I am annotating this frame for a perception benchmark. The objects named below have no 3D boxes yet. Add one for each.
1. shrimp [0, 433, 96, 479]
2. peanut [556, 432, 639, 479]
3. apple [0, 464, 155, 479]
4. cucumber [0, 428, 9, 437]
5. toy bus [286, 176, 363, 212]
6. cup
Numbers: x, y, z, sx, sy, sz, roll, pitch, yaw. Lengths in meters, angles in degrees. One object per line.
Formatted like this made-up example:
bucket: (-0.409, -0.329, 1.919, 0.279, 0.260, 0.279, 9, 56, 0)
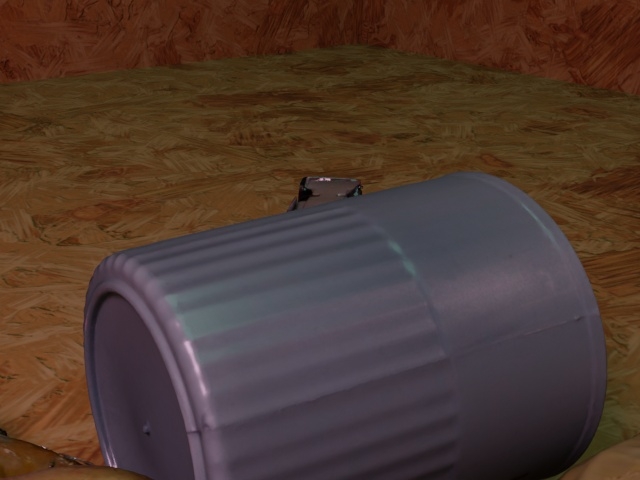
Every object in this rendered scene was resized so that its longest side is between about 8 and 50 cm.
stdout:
shrimp: (-0.132, 0.177, 0.557, 0.294, 0.062, 0.154, 23, 17, 17)
peanut: (0.284, 0.179, 0.670, 0.340, 0.158, 0.174, -20, 50, -39)
apple: (-0.096, 0.195, 0.373, 0.211, 0.187, 0.211, 4, 21, -2)
cucumber: (-0.219, 0.198, 0.661, 0.096, 0.096, 0.359, -13, 24, -35)
toy bus: (-0.001, 0.000, 1.201, 0.090, 0.112, 0.274, 5, 20, 7)
cup: (-0.011, 0.086, 0.757, 0.311, 0.256, 0.331, -12, 26, -30)
